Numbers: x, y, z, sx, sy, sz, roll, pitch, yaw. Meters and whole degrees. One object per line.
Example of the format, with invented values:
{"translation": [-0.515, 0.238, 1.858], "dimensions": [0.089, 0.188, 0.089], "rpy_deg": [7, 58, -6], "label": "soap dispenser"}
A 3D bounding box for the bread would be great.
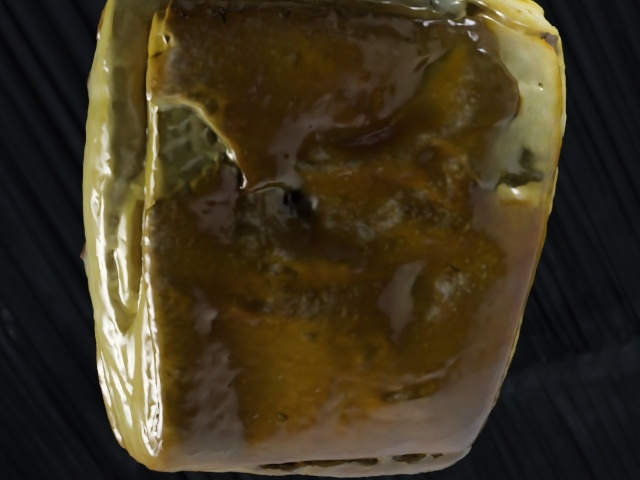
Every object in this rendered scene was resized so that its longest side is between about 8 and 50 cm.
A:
{"translation": [0.000, 0.000, 0.510], "dimensions": [0.210, 0.235, 0.099], "rpy_deg": [2, 20, -11], "label": "bread"}
